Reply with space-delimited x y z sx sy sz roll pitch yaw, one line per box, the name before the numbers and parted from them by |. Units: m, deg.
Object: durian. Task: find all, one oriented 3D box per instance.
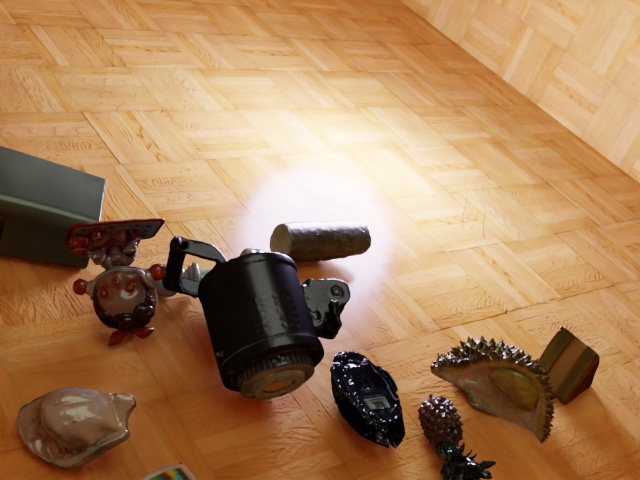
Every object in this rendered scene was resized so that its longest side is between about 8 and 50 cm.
durian | 0.388 0.302 1.925 0.306 0.166 0.172 25 2 -6

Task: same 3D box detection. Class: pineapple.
pineapple | 0.262 0.395 1.739 0.103 0.083 0.221 5 39 -25

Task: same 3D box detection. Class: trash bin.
trash bin | -0.636 -0.079 1.817 0.343 0.158 0.223 13 34 -16

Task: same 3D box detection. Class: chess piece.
chess piece | -0.252 0.083 1.865 0.272 0.139 0.139 1 37 -13

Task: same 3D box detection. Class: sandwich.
sandwich | 0.597 0.271 2.040 0.117 0.187 0.144 40 42 25

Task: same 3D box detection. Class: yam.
yam | 0.000 0.000 2.141 0.259 0.106 0.106 -1 39 -38

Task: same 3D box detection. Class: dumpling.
dumpling | -0.403 0.308 1.441 0.199 0.118 0.136 -11 53 -1

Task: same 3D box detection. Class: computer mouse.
computer mouse | 0.089 0.321 1.748 0.146 0.077 0.241 0 42 -31

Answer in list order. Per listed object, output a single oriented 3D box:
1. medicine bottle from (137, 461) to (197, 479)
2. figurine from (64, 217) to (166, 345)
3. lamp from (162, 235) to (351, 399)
medicine bottle | -0.206 0.457 1.366 0.115 0.078 0.219 -12 46 -45
figurine | -0.390 0.089 1.699 0.183 0.160 0.226 -5 79 -21
lamp | -0.125 0.167 1.685 0.374 0.205 0.272 9 54 -12
